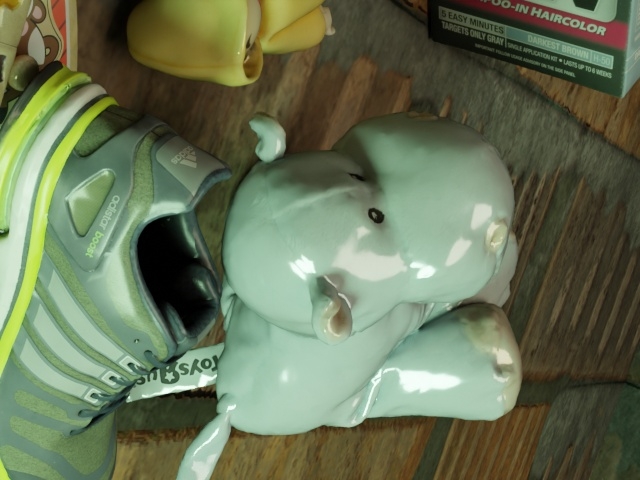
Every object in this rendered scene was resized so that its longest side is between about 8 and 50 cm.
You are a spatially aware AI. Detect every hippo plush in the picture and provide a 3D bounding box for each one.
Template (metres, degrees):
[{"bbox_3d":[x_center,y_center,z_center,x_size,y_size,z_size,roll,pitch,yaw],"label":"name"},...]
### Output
[{"bbox_3d":[0.000,0.000,0.855,0.294,0.234,0.236,-16,148,-10],"label":"hippo plush"}]

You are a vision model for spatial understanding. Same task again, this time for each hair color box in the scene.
[{"bbox_3d":[0.186,-0.312,1.035,0.113,0.185,0.374,-46,145,-37],"label":"hair color box"}]

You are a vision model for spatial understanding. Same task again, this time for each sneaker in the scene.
[{"bbox_3d":[-0.124,0.053,0.762,0.111,0.121,0.300,-51,157,-49],"label":"sneaker"}]

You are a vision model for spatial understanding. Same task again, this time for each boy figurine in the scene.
[{"bbox_3d":[-0.016,-0.194,0.854,0.285,0.092,0.177,-47,149,-43],"label":"boy figurine"}]

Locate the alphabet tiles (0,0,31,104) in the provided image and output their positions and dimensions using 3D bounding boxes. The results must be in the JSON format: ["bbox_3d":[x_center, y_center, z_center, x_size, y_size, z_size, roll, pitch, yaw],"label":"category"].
[{"bbox_3d":[-0.187,-0.101,0.554,0.198,0.009,0.237,11,96,-65],"label":"alphabet tiles"}]

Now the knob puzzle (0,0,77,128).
[{"bbox_3d":[-0.180,-0.077,0.697,0.213,0.030,0.213,-41,142,-43],"label":"knob puzzle"}]
